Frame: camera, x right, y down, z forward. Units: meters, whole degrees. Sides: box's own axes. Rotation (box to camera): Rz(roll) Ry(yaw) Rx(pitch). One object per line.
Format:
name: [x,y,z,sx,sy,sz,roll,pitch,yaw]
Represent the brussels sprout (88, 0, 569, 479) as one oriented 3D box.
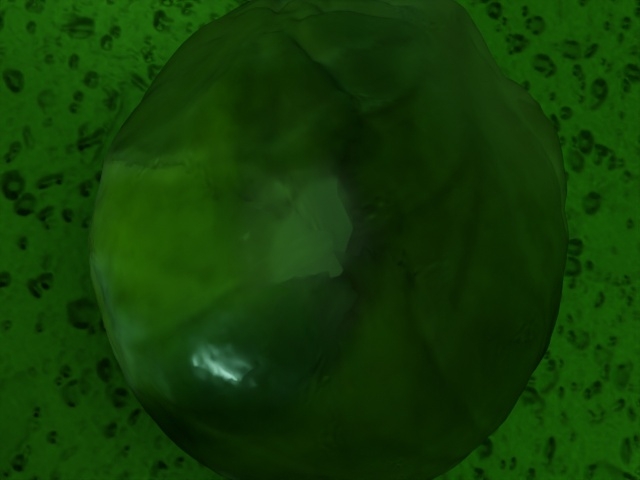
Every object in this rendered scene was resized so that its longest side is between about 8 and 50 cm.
brussels sprout: [0.000,0.000,0.958,0.344,0.268,0.344,13,66,-31]
